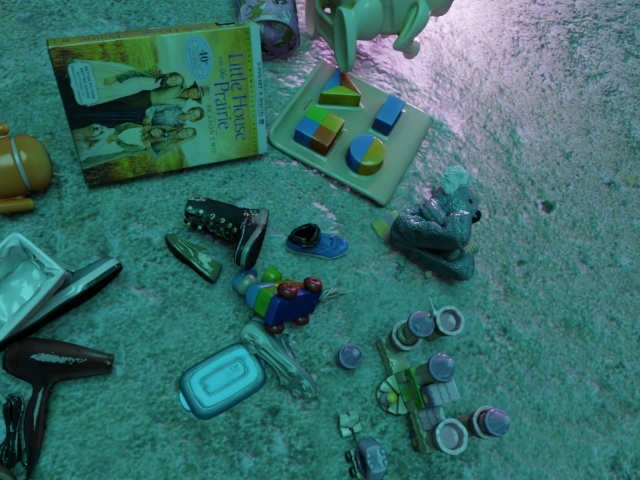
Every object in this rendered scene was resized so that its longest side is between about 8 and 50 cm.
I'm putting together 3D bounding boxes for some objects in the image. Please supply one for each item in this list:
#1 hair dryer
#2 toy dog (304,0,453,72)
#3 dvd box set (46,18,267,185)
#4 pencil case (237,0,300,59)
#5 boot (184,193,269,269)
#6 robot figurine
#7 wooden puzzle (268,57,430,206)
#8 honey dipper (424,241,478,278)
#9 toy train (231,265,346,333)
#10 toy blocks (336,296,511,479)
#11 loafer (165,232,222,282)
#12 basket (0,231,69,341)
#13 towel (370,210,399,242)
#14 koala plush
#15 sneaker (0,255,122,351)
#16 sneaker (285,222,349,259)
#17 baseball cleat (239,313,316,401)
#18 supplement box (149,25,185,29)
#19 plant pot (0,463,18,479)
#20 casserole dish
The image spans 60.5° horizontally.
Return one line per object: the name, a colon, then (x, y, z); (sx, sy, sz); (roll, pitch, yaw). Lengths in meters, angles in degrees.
hair dryer: (-0.525, 0.291, 1.024); (0.294, 0.080, 0.223); (-34, 95, -18)
toy dog: (0.187, -0.672, 1.423); (0.408, 0.395, 0.284); (-18, 41, -17)
dvd box set: (-0.329, -0.299, 1.193); (0.421, 0.307, 0.062); (-13, 38, -19)
pencil case: (-0.155, -0.672, 1.464); (0.167, 0.160, 0.386); (-15, 69, 12)
boot: (-0.209, -0.023, 1.166); (0.179, 0.085, 0.236); (15, 23, -3)
robot figurine: (-0.658, -0.145, 1.134); (0.219, 0.128, 0.158); (-19, 58, -19)
wooden puzzle: (0.089, -0.297, 1.403); (0.348, 0.080, 0.322); (31, 64, 0)
honey dipper: (0.316, 0.051, 1.340); (0.161, 0.030, 0.030); (-27, 76, -18)
toy train: (-0.066, 0.105, 1.192); (0.143, 0.105, 0.248); (31, 21, 28)
toy blocks: (0.197, 0.287, 1.079); (0.309, 0.260, 0.288); (-11, 71, -18)
loafer: (-0.274, 0.032, 1.192); (0.148, 0.056, 0.050); (43, 63, -5)
basket: (-0.537, 0.083, 0.956); (0.113, 0.103, 0.167); (42, 77, -7)
towel: (0.169, -0.035, 1.350); (0.083, 0.009, 0.060); (-30, 76, -24)
koala plush: (0.293, -0.057, 1.294); (0.203, 0.196, 0.221); (17, 59, 30)
sneaker: (-0.560, 0.071, 1.072); (0.295, 0.124, 0.178); (-34, 88, -23)
sneaker: (0.000, 0.001, 1.251); (0.152, 0.084, 0.058); (7, 66, -11)
baseball cleat: (-0.072, 0.233, 1.143); (0.206, 0.072, 0.109); (47, 37, -9)
supplement box: (-0.337, -0.395, 1.326); (0.114, 0.111, 0.220); (-12, 71, -19)
plant pot: (-0.614, 0.431, 0.877); (0.237, 0.237, 0.110); (-32, 38, -23)
casserole dish: (-0.196, 0.280, 1.112); (0.188, 0.037, 0.114); (-26, 76, -23)
